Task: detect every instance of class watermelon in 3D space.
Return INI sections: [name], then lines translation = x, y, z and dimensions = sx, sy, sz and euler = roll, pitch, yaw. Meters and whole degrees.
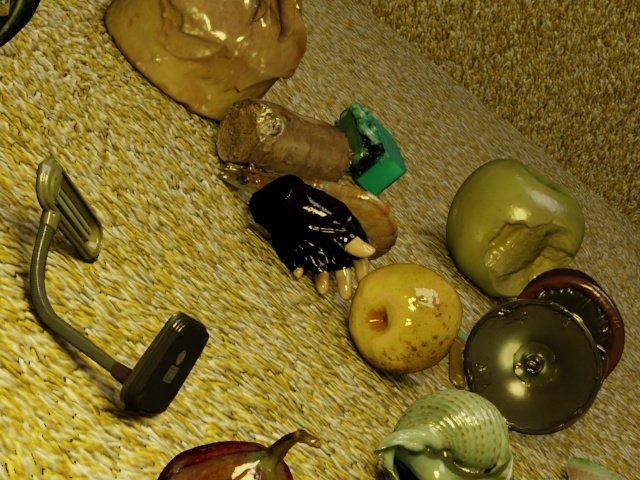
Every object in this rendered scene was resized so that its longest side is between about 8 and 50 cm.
[watermelon]
translation = 0.452, 0.417, 2.051
dimensions = 0.094, 0.081, 0.180
euler = 13, 16, -27

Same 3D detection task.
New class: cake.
[cake]
translation = -0.159, -0.408, 2.165
dimensions = 0.332, 0.321, 0.332
euler = 36, 23, -18

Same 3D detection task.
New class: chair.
[chair]
translation = 0.403, 0.178, 2.207
dimensions = 0.226, 0.226, 0.401
euler = 47, 20, 9

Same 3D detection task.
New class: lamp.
[lamp]
translation = -0.233, 0.066, 1.420
dimensions = 0.283, 0.124, 0.203
euler = 48, 0, 19

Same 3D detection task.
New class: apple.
[apple]
translation = 0.377, -0.027, 2.513
dimensions = 0.279, 0.279, 0.279
euler = 37, 21, -17

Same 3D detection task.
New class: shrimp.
[shrimp]
translation = -0.021, -0.042, 2.016
dimensions = 0.296, 0.169, 0.058
euler = 17, 49, 8

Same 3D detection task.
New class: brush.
[brush]
translation = 0.229, 0.193, 2.150
dimensions = 0.082, 0.010, 0.218
euler = 39, 21, -14

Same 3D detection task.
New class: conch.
[conch]
translation = 0.154, 0.283, 1.652
dimensions = 0.200, 0.131, 0.172
euler = -9, 72, -17

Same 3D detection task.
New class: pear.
[pear]
translation = 0.130, 0.115, 1.887
dimensions = 0.178, 0.178, 0.178
euler = 37, 21, -17

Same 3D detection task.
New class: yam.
[yam]
translation = -0.065, -0.156, 2.115
dimensions = 0.128, 0.129, 0.238
euler = 35, 14, 37

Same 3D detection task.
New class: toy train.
[toy train]
translation = 0.089, -0.180, 2.499
dimensions = 0.154, 0.107, 0.198
euler = 41, 18, -29

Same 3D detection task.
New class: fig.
[fig]
translation = -0.090, 0.248, 1.212
dimensions = 0.149, 0.202, 0.148
euler = 0, 18, -11

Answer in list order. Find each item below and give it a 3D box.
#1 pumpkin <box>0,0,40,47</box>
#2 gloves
[pumpkin]
translation = -0.490, -0.368, 1.560
dimensions = 0.323, 0.241, 0.323
euler = 36, 23, -18
[gloves]
translation = 0.000, 0.000, 1.919
dimensions = 0.203, 0.164, 0.124
euler = 43, 57, -26
